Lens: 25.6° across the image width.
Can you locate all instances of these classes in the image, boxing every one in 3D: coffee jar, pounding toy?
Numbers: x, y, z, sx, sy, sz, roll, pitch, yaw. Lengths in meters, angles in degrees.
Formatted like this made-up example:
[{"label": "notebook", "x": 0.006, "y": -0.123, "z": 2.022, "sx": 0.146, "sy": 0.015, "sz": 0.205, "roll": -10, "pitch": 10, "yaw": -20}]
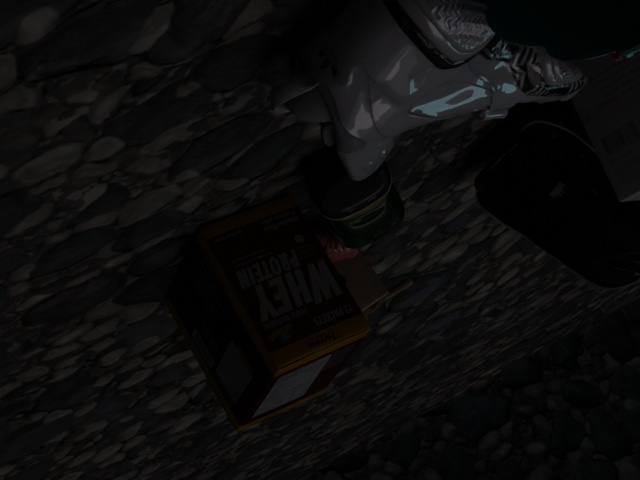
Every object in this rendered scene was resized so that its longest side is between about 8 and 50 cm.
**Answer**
[{"label": "coffee jar", "x": 0.041, "y": -0.054, "z": 1.642, "sx": 0.096, "sy": 0.079, "sz": 0.184, "roll": -29, "pitch": 164, "yaw": 1}, {"label": "pounding toy", "x": 0.032, "y": 0.071, "z": 1.969, "sx": 0.181, "sy": 0.094, "sz": 0.206, "roll": -34, "pitch": 173, "yaw": -8}]

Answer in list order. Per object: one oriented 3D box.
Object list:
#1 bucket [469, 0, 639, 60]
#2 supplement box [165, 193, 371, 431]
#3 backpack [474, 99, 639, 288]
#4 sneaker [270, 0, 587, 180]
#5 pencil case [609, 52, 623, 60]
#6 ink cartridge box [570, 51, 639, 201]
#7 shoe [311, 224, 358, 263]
[{"label": "bucket", "x": 0.229, "y": -0.281, "z": 1.035, "sx": 0.183, "sy": 0.281, "sz": 0.281, "roll": -21, "pitch": 161, "yaw": -46}, {"label": "supplement box", "x": -0.067, "y": 0.087, "z": 1.664, "sx": 0.129, "sy": 0.191, "sz": 0.194, "roll": -22, "pitch": 161, "yaw": -28}, {"label": "backpack", "x": 0.361, "y": -0.069, "z": 1.852, "sx": 0.191, "sy": 0.253, "sz": 0.225, "roll": -43, "pitch": 172, "yaw": -36}, {"label": "sneaker", "x": 0.106, "y": -0.164, "z": 1.369, "sx": 0.210, "sy": 0.137, "sz": 0.366, "roll": -38, "pitch": 156, "yaw": 24}, {"label": "pencil case", "x": 0.338, "y": -0.285, "z": 1.470, "sx": 0.095, "sy": 0.098, "sz": 0.209, "roll": -17, "pitch": 157, "yaw": -37}, {"label": "ink cartridge box", "x": 0.380, "y": -0.172, "z": 1.629, "sx": 0.154, "sy": 0.212, "sz": 0.093, "roll": -32, "pitch": 166, "yaw": 32}, {"label": "shoe", "x": 0.000, "y": 0.000, "z": 1.763, "sx": 0.081, "sy": 0.063, "sz": 0.178, "roll": -30, "pitch": 168, "yaw": -8}]
